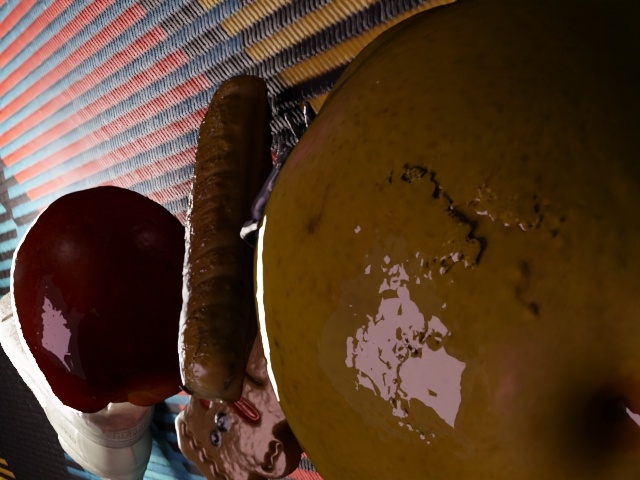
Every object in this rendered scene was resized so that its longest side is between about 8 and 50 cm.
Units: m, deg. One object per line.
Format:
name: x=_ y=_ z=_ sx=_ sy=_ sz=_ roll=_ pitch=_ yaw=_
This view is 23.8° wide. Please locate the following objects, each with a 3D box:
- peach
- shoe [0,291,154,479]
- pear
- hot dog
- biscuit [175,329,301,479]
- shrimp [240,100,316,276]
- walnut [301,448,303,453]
peach: x=-0.210 y=0.058 z=1.571 sx=0.243 sy=0.199 sz=0.244 roll=-10 pitch=-90 yaw=-77
shoe: x=-0.340 y=0.210 z=2.109 sx=0.342 sy=0.132 sz=0.211 roll=43 pitch=147 yaw=37
pear: x=0.105 y=0.006 z=0.743 sx=0.336 sy=0.284 sz=0.285 roll=-84 pitch=-9 yaw=-49
hot dog: x=-0.074 y=-0.006 z=1.173 sx=0.083 sy=0.068 sz=0.289 roll=73 pitch=-161 yaw=-53
biscuit: x=-0.069 y=0.143 z=1.426 sx=0.166 sy=0.036 sz=0.225 roll=48 pitch=125 yaw=30
shrimp: x=0.000 y=0.002 z=1.090 sx=0.172 sy=0.137 sz=0.372 roll=32 pitch=146 yaw=27
walnut: x=-0.049 y=0.187 z=1.491 sx=0.096 sy=0.082 sz=0.079 roll=143 pitch=132 yaw=-61
